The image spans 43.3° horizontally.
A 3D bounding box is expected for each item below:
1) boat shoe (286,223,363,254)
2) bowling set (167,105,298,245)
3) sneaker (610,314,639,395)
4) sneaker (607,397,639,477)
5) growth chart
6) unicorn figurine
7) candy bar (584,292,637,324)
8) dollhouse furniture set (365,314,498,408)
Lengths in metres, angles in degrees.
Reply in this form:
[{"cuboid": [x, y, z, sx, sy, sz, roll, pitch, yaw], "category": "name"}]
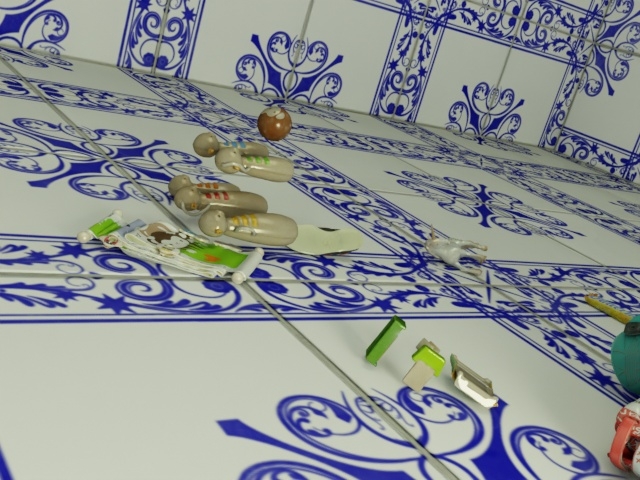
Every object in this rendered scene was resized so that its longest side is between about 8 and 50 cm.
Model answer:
[{"cuboid": [0.000, 0.002, 1.276, 0.133, 0.049, 0.042, 1, -12, -20], "category": "boat shoe"}, {"cuboid": [-0.140, -0.120, 1.247, 0.154, 0.200, 0.287, 6, 12, -32], "category": "bowling set"}, {"cuboid": [0.443, 0.150, 1.005, 0.178, 0.124, 0.295, -18, -10, 41], "category": "sneaker"}, {"cuboid": [0.356, 0.238, 0.788, 0.145, 0.090, 0.270, 14, 18, 19], "category": "sneaker"}, {"cuboid": [-0.196, 0.007, 1.105, 0.237, 0.021, 0.172, 16, 16, -5], "category": "growth chart"}, {"cuboid": [0.240, 0.019, 1.438, 0.111, 0.060, 0.162, 18, 1, 7], "category": "unicorn figurine"}, {"cuboid": [0.530, 0.132, 1.403, 0.040, 0.018, 0.161, 2, 23, -41], "category": "candy bar"}, {"cuboid": [0.130, 0.156, 0.936, 0.151, 0.058, 0.076, 36, 9, -3], "category": "dollhouse furniture set"}]
